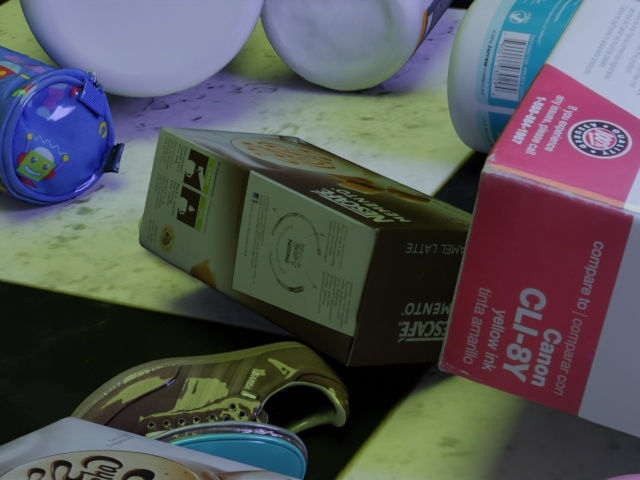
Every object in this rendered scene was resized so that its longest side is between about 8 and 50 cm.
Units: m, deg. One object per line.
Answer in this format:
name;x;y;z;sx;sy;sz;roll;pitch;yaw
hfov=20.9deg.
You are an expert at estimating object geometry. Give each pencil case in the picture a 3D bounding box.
pencil case;-0.308;-0.129;1.559;0.306;0.119;0.133;24;67;42

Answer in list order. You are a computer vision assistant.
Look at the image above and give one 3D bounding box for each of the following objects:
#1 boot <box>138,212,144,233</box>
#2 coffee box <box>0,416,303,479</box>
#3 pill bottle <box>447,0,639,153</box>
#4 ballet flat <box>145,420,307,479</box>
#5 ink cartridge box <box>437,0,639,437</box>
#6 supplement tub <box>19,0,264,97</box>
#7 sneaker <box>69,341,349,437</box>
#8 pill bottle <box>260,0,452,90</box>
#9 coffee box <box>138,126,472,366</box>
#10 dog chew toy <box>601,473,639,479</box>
boot;-0.074;-0.033;1.413;0.084;0.059;0.158;15;35;42
coffee box;-0.151;0.194;0.848;0.168;0.119;0.297;11;16;29
pill bottle;0.249;-0.126;1.436;0.264;0.146;0.146;13;32;29
ballet flat;-0.115;0.146;1.063;0.213;0.072;0.068;-15;25;-17
ink cartridge box;0.302;0.012;1.068;0.384;0.160;0.279;18;34;13
supplement tub;-0.181;-0.278;1.685;0.228;0.228;0.316;-9;19;-7
sneaker;-0.070;0.113;1.121;0.188;0.066;0.071;-17;31;-21
pill bottle;0.057;-0.271;1.729;0.162;0.162;0.278;5;29;18
coffee box;0.000;0.000;1.245;0.141;0.098;0.246;1;18;-41
dog chew toy;0.140;0.201;0.795;0.331;0.207;0.206;-11;27;-29
